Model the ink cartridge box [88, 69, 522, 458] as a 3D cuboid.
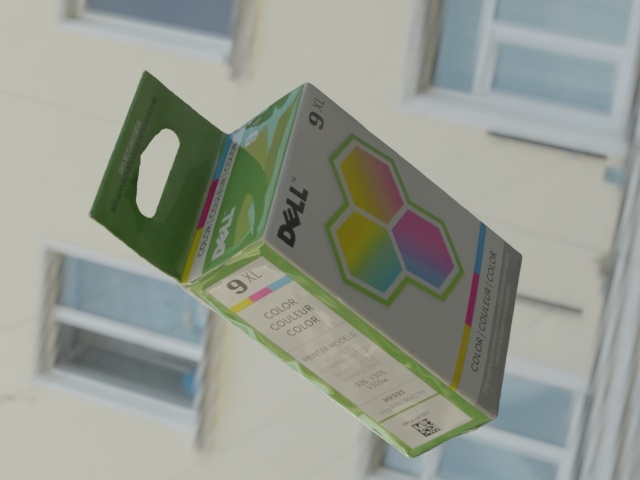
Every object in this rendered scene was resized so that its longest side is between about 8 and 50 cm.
[{"bbox_3d":[0.000,0.000,0.859,0.209,0.062,0.109,38,-138,-23],"label":"ink cartridge box"}]
